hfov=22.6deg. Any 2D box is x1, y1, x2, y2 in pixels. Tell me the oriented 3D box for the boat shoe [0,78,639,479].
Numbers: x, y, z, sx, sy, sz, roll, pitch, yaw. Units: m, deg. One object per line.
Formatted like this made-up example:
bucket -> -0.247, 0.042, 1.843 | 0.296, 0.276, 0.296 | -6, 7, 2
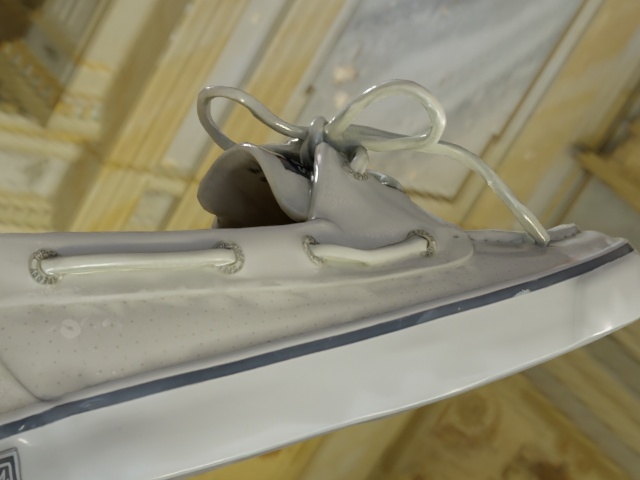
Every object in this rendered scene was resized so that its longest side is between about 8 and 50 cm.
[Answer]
boat shoe -> -0.006, 0.003, 0.671 | 0.367, 0.136, 0.157 | -12, -99, -38
